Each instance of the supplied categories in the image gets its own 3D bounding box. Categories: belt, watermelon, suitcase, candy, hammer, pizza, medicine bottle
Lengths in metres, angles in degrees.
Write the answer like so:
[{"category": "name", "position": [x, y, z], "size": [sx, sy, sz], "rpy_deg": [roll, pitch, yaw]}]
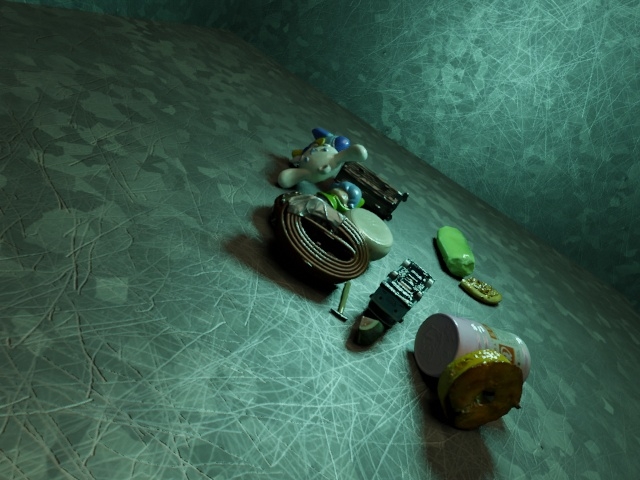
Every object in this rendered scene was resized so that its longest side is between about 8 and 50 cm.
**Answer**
[{"category": "belt", "position": [0.000, 0.000, 1.338], "size": [0.339, 0.122, 0.217], "rpy_deg": [39, 67, -6]}, {"category": "watermelon", "position": [0.147, 0.265, 1.229], "size": [0.093, 0.084, 0.072], "rpy_deg": [-8, 55, -23]}, {"category": "suitcase", "position": [0.243, -0.248, 1.970], "size": [0.335, 0.152, 0.229], "rpy_deg": [37, 6, 7]}, {"category": "candy", "position": [0.663, 0.048, 2.045], "size": [0.142, 0.131, 0.343], "rpy_deg": [-9, 28, 10]}, {"category": "hammer", "position": [0.076, 0.188, 1.351], "size": [0.063, 0.013, 0.198], "rpy_deg": [32, 29, -4]}, {"category": "pizza", "position": [0.752, 0.234, 1.908], "size": [0.247, 0.058, 0.127], "rpy_deg": [31, 29, -10]}, {"category": "medicine bottle", "position": [0.481, 0.358, 1.305], "size": [0.316, 0.202, 0.202], "rpy_deg": [20, 32, -25]}]

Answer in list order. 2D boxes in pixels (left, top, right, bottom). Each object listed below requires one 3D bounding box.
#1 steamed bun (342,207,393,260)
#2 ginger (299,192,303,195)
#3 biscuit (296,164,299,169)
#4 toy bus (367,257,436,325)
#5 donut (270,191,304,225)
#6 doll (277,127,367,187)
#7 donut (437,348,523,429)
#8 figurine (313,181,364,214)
[{"category": "steamed bun", "position": [0.160, -0.011, 1.596], "size": [0.232, 0.145, 0.231], "rpy_deg": [27, 35, -20]}, {"category": "ginger", "position": [-0.093, -0.158, 1.677], "size": [0.058, 0.044, 0.137], "rpy_deg": [21, 25, 14]}, {"category": "biscuit", "position": [-0.098, -0.335, 1.963], "size": [0.046, 0.016, 0.089], "rpy_deg": [25, 30, -18]}, {"category": "toy bus", "position": [0.268, 0.182, 1.393], "size": [0.133, 0.164, 0.271], "rpy_deg": [41, 30, 15]}, {"category": "donut", "position": [-0.064, -0.076, 1.521], "size": [0.270, 0.103, 0.269], "rpy_deg": [27, 29, -16]}, {"category": "doll", "position": [-0.001, -0.381, 1.827], "size": [0.377, 0.186, 0.365], "rpy_deg": [-3, 31, -1]}, {"category": "donut", "position": [0.443, 0.414, 1.141], "size": [0.254, 0.253, 0.118], "rpy_deg": [19, 26, -24]}, {"category": "figurine", "position": [0.067, -0.171, 1.772], "size": [0.264, 0.143, 0.162], "rpy_deg": [-21, 50, -36]}]
